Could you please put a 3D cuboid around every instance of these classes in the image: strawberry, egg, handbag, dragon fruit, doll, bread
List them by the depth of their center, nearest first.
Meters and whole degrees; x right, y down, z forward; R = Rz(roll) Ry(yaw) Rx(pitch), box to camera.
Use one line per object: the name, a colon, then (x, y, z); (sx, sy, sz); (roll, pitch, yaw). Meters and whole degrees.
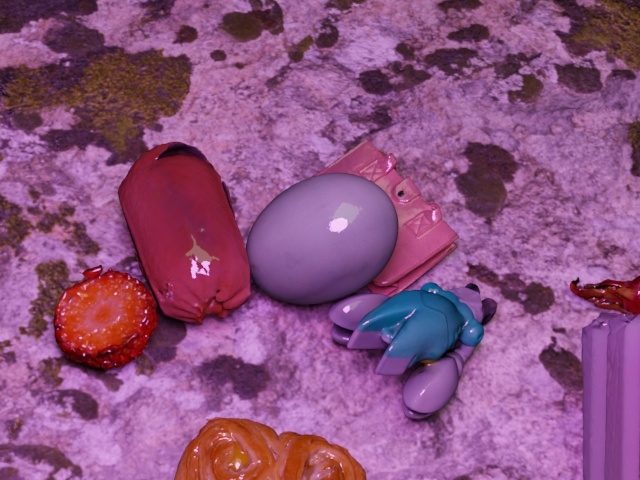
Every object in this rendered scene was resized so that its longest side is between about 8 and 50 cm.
bread: (-0.065, 0.322, 1.651); (0.236, 0.120, 0.198); (15, 52, 1)
strawberry: (-0.283, 0.110, 1.782); (0.145, 0.086, 0.145); (2, 56, -3)
doll: (0.140, 0.142, 1.821); (0.258, 0.153, 0.195); (5, 33, -27)
egg: (0.000, 0.000, 1.827); (0.168, 0.231, 0.168); (40, 35, -36)
dragon fruit: (0.458, 0.079, 1.948); (0.191, 0.094, 0.094); (23, 53, 20)
handbag: (0.081, -0.034, 1.950); (0.157, 0.059, 0.212); (-36, 67, -12)

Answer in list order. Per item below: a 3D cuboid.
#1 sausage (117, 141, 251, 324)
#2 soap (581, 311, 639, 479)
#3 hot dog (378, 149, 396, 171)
sausage: (-0.187, -0.014, 1.854); (0.152, 0.152, 0.279); (-11, 58, -18)
soap: (0.464, 0.302, 1.590); (0.213, 0.350, 0.434); (3, 86, -12)
hot dog: (0.076, -0.109, 2.040); (0.083, 0.035, 0.058); (22, 63, 6)
